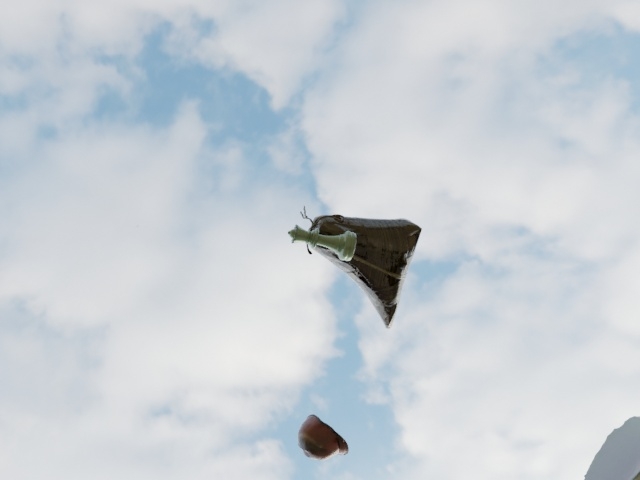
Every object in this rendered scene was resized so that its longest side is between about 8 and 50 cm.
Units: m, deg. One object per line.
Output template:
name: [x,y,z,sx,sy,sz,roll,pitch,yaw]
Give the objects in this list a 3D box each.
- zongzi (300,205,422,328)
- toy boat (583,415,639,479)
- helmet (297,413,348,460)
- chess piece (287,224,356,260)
zongzi: [0.048,0.050,1.192,0.187,0.084,0.184,5,-71,-23]
toy boat: [0.468,0.336,1.136,0.100,0.199,0.290,42,-101,-7]
helmet: [-0.003,0.312,1.210,0.084,0.065,0.049,33,-133,22]
chess piece: [0.000,0.000,1.085,0.093,0.042,0.042,12,-92,-9]
